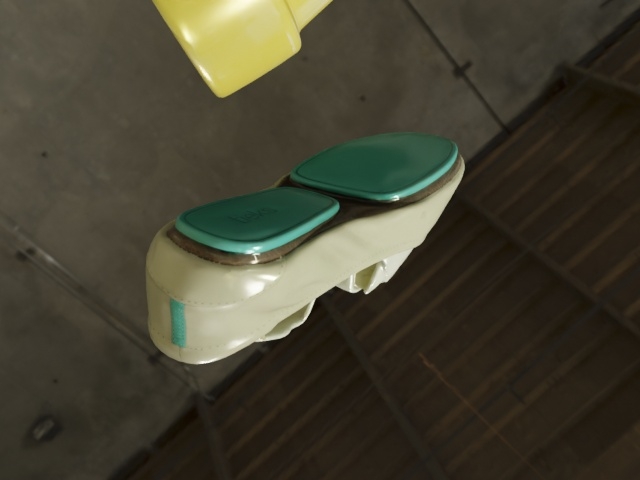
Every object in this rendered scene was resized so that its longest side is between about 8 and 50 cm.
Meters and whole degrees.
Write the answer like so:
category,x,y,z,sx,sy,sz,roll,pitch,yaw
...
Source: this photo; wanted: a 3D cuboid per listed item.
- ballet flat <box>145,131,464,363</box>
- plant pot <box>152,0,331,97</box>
category,x,y,z,sx,sy,sz,roll,pitch,yaw
ballet flat,0.000,0.000,0.478,0.086,0.086,0.248,-19,-177,39
plant pot,-0.045,-0.281,0.695,0.239,0.254,0.254,-31,-151,0
